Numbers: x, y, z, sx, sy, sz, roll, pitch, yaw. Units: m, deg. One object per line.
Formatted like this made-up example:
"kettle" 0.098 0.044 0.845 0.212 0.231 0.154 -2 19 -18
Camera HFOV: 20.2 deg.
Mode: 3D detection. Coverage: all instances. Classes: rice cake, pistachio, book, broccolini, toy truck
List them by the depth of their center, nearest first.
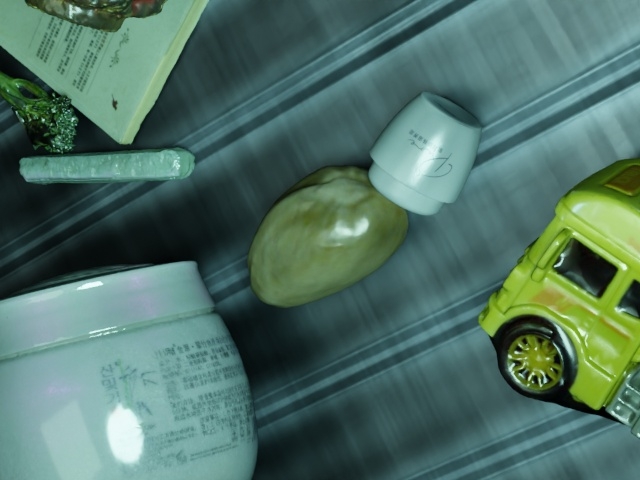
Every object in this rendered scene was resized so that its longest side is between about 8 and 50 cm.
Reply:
"toy truck" 0.347 0.096 1.470 0.405 0.180 0.254 35 118 17
"pistachio" 0.000 0.000 1.687 0.185 0.126 0.108 -33 42 34
"book" -0.259 -0.256 1.807 0.289 0.026 0.201 40 118 15
"rice cake" -0.220 -0.075 1.825 0.207 0.033 0.033 -1 91 30
"broccolini" -0.338 -0.177 1.867 0.254 0.057 0.071 42 100 23

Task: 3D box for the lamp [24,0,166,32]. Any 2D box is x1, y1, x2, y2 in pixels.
"lamp" -0.185 -0.330 1.649 0.177 0.177 0.274 25 98 22

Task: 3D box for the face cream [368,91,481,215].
"face cream" 0.095 -0.078 1.619 0.091 0.091 0.095 36 108 17

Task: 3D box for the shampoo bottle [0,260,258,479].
"shampoo bottle" -0.204 0.159 1.734 0.273 0.273 0.266 -17 85 31
